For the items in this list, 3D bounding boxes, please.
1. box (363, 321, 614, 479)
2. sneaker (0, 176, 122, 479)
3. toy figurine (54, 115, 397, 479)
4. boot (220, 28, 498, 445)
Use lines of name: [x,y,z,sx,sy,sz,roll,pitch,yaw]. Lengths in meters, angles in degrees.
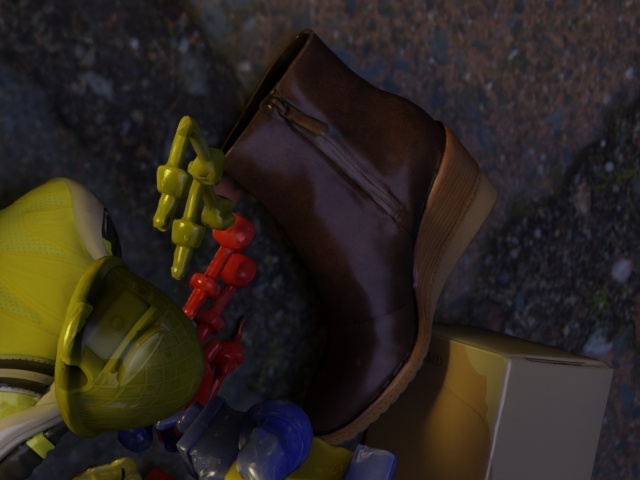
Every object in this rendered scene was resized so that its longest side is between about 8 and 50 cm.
box: [0.109,0.227,1.168,0.121,0.148,0.311,8,93,-38]
sneaker: [-0.261,0.100,0.852,0.385,0.145,0.147,-51,125,-20]
toy figurine: [-0.011,0.110,0.895,0.191,0.217,0.362,-59,167,-22]
boot: [0.000,0.000,1.091,0.207,0.090,0.248,34,79,-25]
